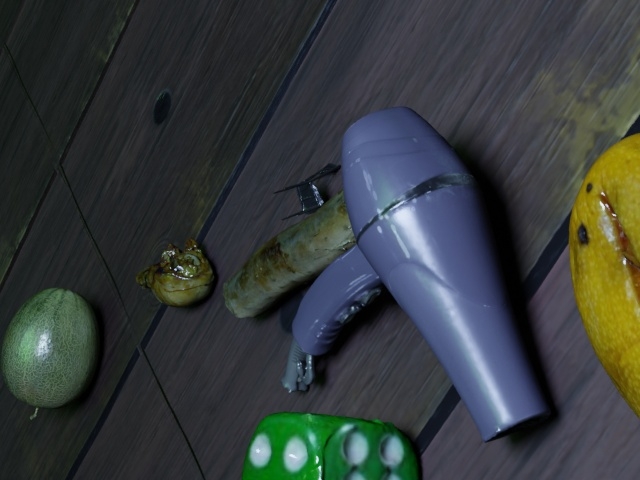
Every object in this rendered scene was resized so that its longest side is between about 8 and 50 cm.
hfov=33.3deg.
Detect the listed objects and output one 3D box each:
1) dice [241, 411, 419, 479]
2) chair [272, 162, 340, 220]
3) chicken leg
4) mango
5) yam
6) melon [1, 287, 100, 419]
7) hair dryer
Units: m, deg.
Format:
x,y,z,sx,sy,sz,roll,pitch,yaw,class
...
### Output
x,y,z,sx,sy,sz,roll,pitch,yaw,class
0.010,0.229,1.000,0.120,0.131,0.128,-14,65,50,dice
-0.010,-0.052,1.193,0.037,0.086,0.042,-14,103,51,chair
-0.195,0.042,1.401,0.178,0.070,0.093,-8,65,62,chicken leg
0.267,0.048,0.735,0.177,0.120,0.295,-48,44,35,mango
0.000,0.000,1.149,0.317,0.071,0.067,-36,87,40,yam
-0.388,0.163,1.541,0.139,0.139,0.192,6,82,53,melon
0.056,0.081,1.027,0.361,0.121,0.301,-47,60,52,hair dryer
